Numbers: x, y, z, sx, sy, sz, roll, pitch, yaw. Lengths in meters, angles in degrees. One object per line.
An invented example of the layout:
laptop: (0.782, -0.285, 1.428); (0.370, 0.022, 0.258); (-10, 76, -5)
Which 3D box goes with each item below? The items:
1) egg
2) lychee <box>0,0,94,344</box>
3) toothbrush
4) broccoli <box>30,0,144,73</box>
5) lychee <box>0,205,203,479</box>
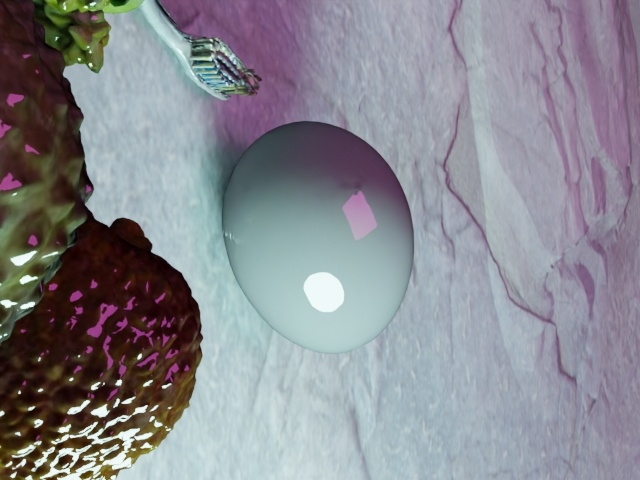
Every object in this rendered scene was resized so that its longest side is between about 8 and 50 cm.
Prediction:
egg: (0.000, 0.000, 1.411); (0.146, 0.146, 0.199); (-55, 141, -49)
lychee: (-0.240, -0.040, 0.829); (0.274, 0.255, 0.255); (-12, 100, -54)
toothbrush: (-0.154, -0.207, 1.244); (0.413, 0.042, 0.035); (44, 51, -51)
broccoli: (-0.145, -0.195, 1.047); (0.273, 0.180, 0.242); (34, 78, -46)
lychee: (-0.162, 0.060, 1.067); (0.194, 0.194, 0.194); (6, 84, -63)
